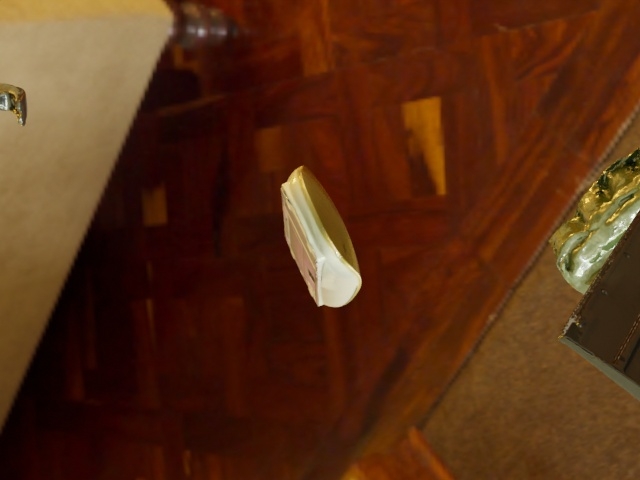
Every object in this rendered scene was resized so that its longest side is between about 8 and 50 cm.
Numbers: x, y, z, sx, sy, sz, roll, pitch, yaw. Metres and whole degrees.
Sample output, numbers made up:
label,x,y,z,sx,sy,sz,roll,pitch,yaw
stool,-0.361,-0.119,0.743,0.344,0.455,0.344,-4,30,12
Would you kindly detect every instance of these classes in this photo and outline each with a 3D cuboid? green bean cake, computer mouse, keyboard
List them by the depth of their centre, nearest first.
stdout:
label,x,y,z,sx,sy,sz,roll,pitch,yaw
keyboard,0.180,0.022,0.639,0.063,0.198,0.010,36,127,9
computer mouse,0.000,0.000,1.306,0.245,0.056,0.126,93,153,-74
green bean cake,0.403,0.013,1.307,0.241,0.132,0.255,-43,97,17

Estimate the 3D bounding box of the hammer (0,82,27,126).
label,x,y,z,sx,sy,sz,roll,pitch,yaw
hammer,-0.267,-0.066,0.762,0.078,0.201,0.021,15,119,36
